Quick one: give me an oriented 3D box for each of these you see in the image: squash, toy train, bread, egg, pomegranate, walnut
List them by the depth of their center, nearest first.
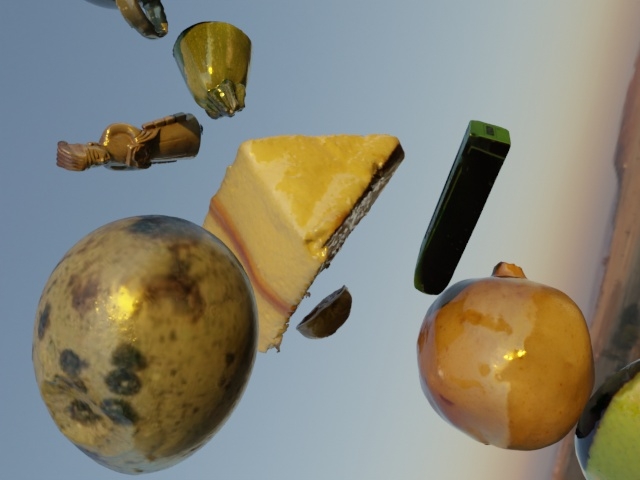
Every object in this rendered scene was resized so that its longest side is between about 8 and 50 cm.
[{"bbox_3d":[-0.112,0.070,0.458,0.141,0.141,0.182,-40,-34,-56],"label":"egg"},{"bbox_3d":[0.147,-0.030,0.766,0.042,0.044,0.209,-73,0,-52],"label":"toy train"},{"bbox_3d":[0.225,0.148,0.873,0.233,0.233,0.233,15,-90,-69],"label":"pomegranate"},{"bbox_3d":[-0.127,-0.190,0.880,0.105,0.105,0.132,62,-166,-60],"label":"squash"},{"bbox_3d":[0.000,0.000,0.919,0.236,0.198,0.263,-14,-28,-35],"label":"bread"},{"bbox_3d":[0.014,0.130,1.202,0.121,0.052,0.091,-39,4,-27],"label":"walnut"}]

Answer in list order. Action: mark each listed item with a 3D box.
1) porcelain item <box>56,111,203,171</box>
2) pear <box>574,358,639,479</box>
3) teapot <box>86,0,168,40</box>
[{"bbox_3d":[-0.267,-0.133,1.002,0.213,0.054,0.084,-20,-47,-45],"label":"porcelain item"},{"bbox_3d":[0.490,0.220,0.761,0.165,0.398,0.399,-113,11,-46],"label":"pear"},{"bbox_3d":[-0.230,-0.365,0.844,0.129,0.193,0.295,45,-152,-65],"label":"teapot"}]
